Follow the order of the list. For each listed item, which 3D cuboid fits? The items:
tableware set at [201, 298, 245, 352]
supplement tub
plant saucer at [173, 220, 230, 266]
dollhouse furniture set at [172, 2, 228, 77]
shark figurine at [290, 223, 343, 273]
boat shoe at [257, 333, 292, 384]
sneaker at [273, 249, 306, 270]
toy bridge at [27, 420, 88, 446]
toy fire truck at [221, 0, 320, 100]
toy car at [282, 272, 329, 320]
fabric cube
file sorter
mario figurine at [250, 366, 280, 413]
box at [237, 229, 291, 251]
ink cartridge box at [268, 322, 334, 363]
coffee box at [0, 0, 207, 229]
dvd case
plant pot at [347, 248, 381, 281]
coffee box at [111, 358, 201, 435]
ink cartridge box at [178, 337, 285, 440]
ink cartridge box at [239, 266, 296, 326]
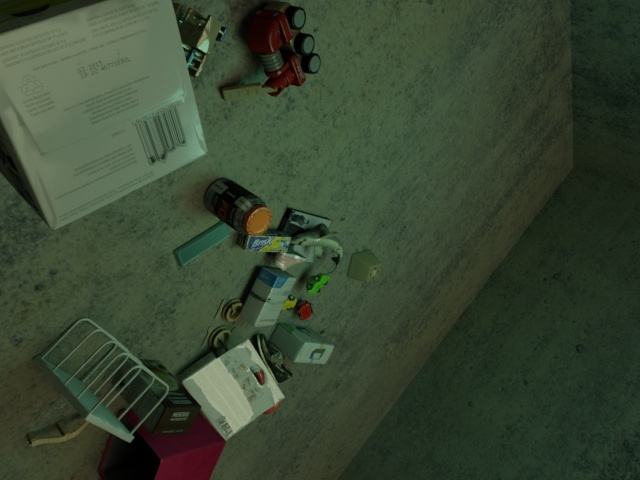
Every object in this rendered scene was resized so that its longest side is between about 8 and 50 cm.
[{"bbox_3d":[-0.316,0.292,1.943,0.128,0.039,0.194,14,105,-53],"label":"tableware set"},{"bbox_3d":[-0.233,-0.092,1.621,0.117,0.190,0.117,-29,135,-34],"label":"supplement tub"},{"bbox_3d":[-0.352,0.008,1.706,0.192,0.018,0.067,-35,139,-27],"label":"plant saucer"},{"bbox_3d":[-0.286,-0.445,1.298,0.129,0.184,0.128,17,102,-54],"label":"dollhouse furniture set"},{"bbox_3d":[0.027,0.002,2.035,0.166,0.116,0.278,-31,141,19],"label":"shark figurine"},{"bbox_3d":[-0.177,0.439,2.137,0.079,0.084,0.233,-21,115,3],"label":"boat shoe"},{"bbox_3d":[-0.111,0.071,1.961,0.134,0.051,0.070,15,108,-49],"label":"sneaker"},{"bbox_3d":[-0.735,0.543,1.619,0.188,0.063,0.026,-17,128,-43],"label":"toy bridge"},{"bbox_3d":[-0.147,-0.476,1.495,0.246,0.159,0.217,-54,146,-23],"label":"toy fire truck"},{"bbox_3d":[-0.058,0.197,2.131,0.225,0.053,0.239,-46,146,12],"label":"toy car"},{"bbox_3d":[-0.515,0.702,1.837,0.258,0.254,0.259,5,111,-53],"label":"fabric cube"},{"bbox_3d":[-0.571,0.358,1.496,0.173,0.278,0.192,-50,144,-18],"label":"file sorter"},{"bbox_3d":[-0.283,0.558,2.151,0.198,0.170,0.320,-27,137,20],"label":"mario figurine"},{"bbox_3d":[-0.182,0.001,1.844,0.169,0.054,0.059,3,113,-39],"label":"box"},{"bbox_3d":[-0.071,0.405,2.217,0.212,0.154,0.093,24,96,-53],"label":"ink cartridge box"},{"bbox_3d":[-0.470,-0.293,1.067,0.338,0.334,0.338,-33,136,-29],"label":"coffee box"},{"bbox_3d":[-0.069,-0.013,2.012,0.239,0.030,0.179,12,106,-53],"label":"dvd case"},{"bbox_3d":[0.190,0.114,2.355,0.109,0.096,0.108,-16,127,-44],"label":"plant pot"},{"bbox_3d":[-0.490,0.462,1.689,0.141,0.247,0.098,21,100,-54],"label":"coffee box"},{"bbox_3d":[-0.303,0.508,1.967,0.261,0.066,0.296,-33,114,-14],"label":"ink cartridge box"},{"bbox_3d":[-0.181,0.194,1.970,0.190,0.082,0.140,-63,156,7],"label":"ink cartridge box"}]
